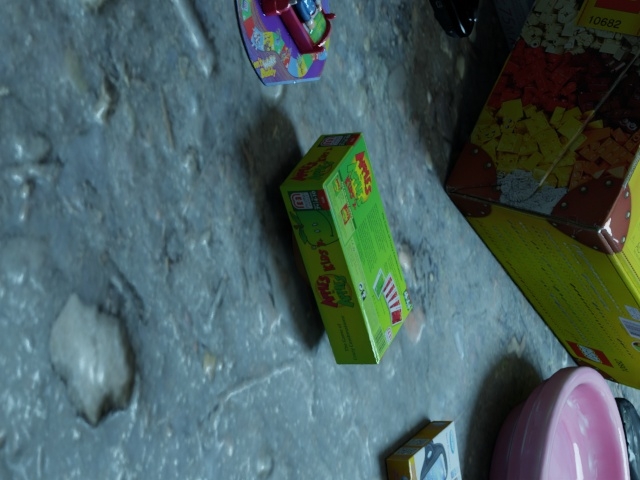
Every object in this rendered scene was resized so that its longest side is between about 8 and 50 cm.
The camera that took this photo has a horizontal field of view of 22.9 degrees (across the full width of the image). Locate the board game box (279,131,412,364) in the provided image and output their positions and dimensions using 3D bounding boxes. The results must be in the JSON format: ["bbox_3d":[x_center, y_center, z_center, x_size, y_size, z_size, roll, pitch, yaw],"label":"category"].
[{"bbox_3d":[0.025,0.008,1.371,0.092,0.043,0.181,-55,135,-50],"label":"board game box"}]

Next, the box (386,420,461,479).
[{"bbox_3d":[0.108,0.232,1.561,0.136,0.028,0.081,-25,110,-59],"label":"box"}]

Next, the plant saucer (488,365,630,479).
[{"bbox_3d":[0.273,0.311,1.814,0.332,0.084,0.332,9,80,-61],"label":"plant saucer"}]

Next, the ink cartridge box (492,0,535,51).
[{"bbox_3d":[0.326,-0.324,1.895,0.311,0.065,0.186,-50,134,-28],"label":"ink cartridge box"}]

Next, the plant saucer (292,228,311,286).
[{"bbox_3d":[0.000,0.000,1.388,0.083,0.013,0.084,12,77,-61],"label":"plant saucer"}]

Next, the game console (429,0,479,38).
[{"bbox_3d":[0.075,-0.335,1.296,0.361,0.044,0.213,63,40,-41],"label":"game console"}]

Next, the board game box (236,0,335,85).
[{"bbox_3d":[-0.017,-0.202,1.353,0.168,0.033,0.133,-17,102,-62],"label":"board game box"}]

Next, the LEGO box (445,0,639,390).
[{"bbox_3d":[0.385,-0.078,1.847,0.372,0.193,0.500,-63,144,-16],"label":"LEGO box"}]

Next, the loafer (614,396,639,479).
[{"bbox_3d":[0.403,0.317,2.073,0.078,0.076,0.223,-1,85,-55],"label":"loafer"}]
